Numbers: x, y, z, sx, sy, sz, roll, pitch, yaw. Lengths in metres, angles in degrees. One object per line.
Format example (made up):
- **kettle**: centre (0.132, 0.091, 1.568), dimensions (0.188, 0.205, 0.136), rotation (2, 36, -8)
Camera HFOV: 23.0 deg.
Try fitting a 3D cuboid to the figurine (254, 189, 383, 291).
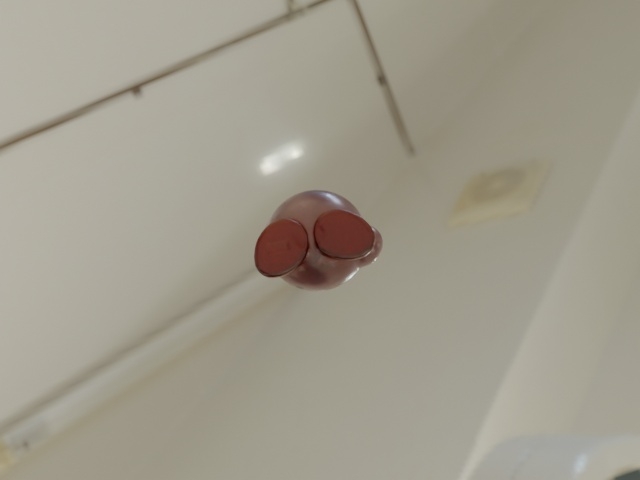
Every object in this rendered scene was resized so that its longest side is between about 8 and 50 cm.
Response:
- **figurine**: centre (0.000, 0.000, 1.032), dimensions (0.083, 0.067, 0.071), rotation (3, 171, 7)
